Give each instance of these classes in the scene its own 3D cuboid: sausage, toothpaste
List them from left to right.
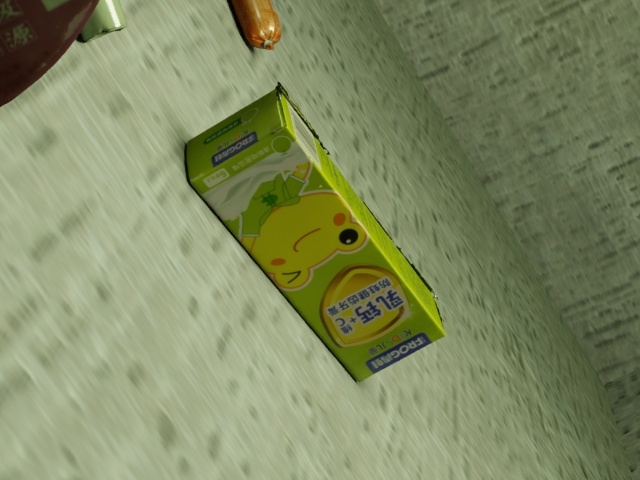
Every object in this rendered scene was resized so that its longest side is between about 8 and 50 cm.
[{"bbox_3d":[-0.116,-0.383,1.815,0.053,0.053,0.347,40,25,-56],"label":"sausage"},{"bbox_3d":[0.000,0.000,1.339,0.327,0.110,0.077,52,14,-34],"label":"toothpaste"}]

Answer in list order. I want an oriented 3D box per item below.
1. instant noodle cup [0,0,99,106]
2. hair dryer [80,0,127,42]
[{"bbox_3d":[-0.236,-0.180,0.641,0.178,0.235,0.235,58,9,35],"label":"instant noodle cup"},{"bbox_3d":[-0.222,-0.270,1.204,0.225,0.088,0.219,71,-1,-79],"label":"hair dryer"}]
